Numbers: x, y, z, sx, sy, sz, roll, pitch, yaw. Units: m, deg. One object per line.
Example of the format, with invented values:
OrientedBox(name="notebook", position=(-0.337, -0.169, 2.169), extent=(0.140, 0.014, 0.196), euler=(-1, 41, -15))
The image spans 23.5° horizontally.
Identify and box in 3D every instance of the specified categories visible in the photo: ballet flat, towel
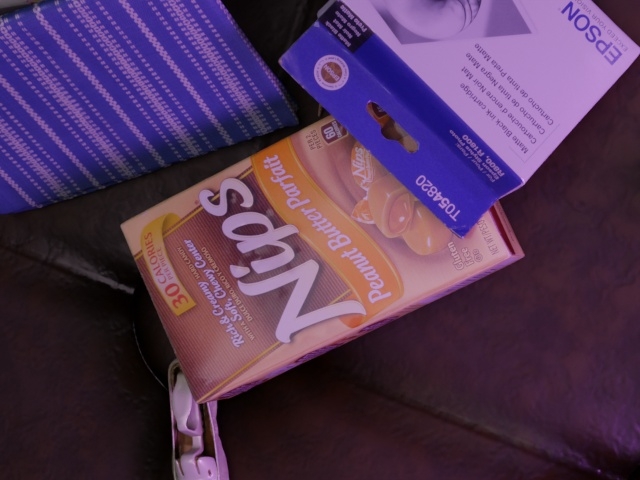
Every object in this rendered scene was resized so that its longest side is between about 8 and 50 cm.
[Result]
OrientedBox(name="ballet flat", position=(-0.122, 0.188, 1.446), extent=(0.057, 0.052, 0.168), euler=(-9, 87, 17))
OrientedBox(name="towel", position=(-0.215, -0.136, 1.401), extent=(0.336, 0.243, 0.040), euler=(-16, 53, 18))

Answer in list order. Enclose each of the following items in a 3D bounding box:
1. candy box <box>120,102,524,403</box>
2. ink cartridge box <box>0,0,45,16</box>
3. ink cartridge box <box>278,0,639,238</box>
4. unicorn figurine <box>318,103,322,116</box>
OrientedBox(name="candy box", position=(0.000, 0.000, 1.382), extent=(0.316, 0.087, 0.183), euler=(-26, 81, 13))
OrientedBox(name="ink cartridge box", position=(-0.279, -0.286, 1.440), extent=(0.212, 0.093, 0.154), euler=(-13, 85, -13))
OrientedBox(name="ink cartridge box", position=(0.118, -0.155, 1.284), extent=(0.223, 0.045, 0.224), euler=(43, 78, -5))
OrientedBox(name="unicorn figurine", position=(0.051, -0.173, 1.370), extent=(0.111, 0.162, 0.060), euler=(-42, 105, -17))
